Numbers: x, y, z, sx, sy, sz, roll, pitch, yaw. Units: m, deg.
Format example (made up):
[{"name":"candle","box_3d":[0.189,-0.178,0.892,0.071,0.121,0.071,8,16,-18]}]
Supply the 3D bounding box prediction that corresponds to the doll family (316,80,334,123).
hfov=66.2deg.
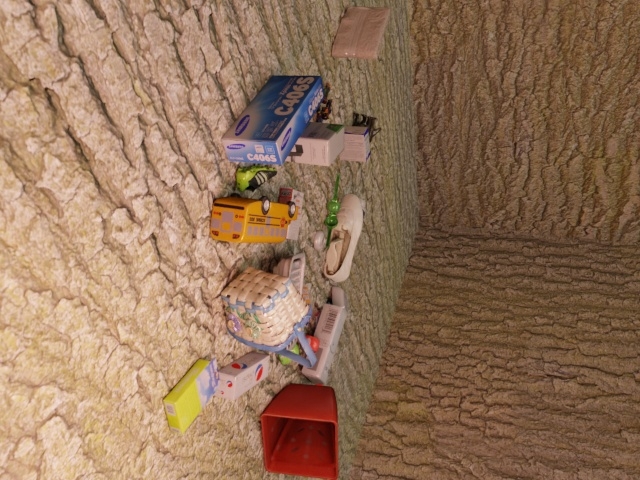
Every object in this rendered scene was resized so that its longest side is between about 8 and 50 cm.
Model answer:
[{"name":"doll family","box_3d":[0.007,-0.486,1.813,0.193,0.076,0.111,73,27,-54]}]

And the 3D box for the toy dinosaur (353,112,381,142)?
[{"name":"toy dinosaur","box_3d":[0.203,-0.511,2.322,0.313,0.121,0.160,-36,142,-70]}]

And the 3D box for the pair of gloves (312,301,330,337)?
[{"name":"pair of gloves","box_3d":[0.008,0.373,2.183,0.198,0.023,0.159,-40,133,-63]}]

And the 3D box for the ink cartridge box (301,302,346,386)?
[{"name":"ink cartridge box","box_3d":[0.044,0.485,2.170,0.385,0.091,0.308,64,41,-61]}]

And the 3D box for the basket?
[{"name":"basket","box_3d":[-0.148,0.231,1.410,0.201,0.254,0.289,-49,130,-33]}]

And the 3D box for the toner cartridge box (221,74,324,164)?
[{"name":"toner cartridge box","box_3d":[-0.122,-0.349,1.379,0.075,0.165,0.348,76,29,-43]}]

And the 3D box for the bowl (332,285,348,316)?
[{"name":"bowl","box_3d":[0.094,0.291,2.289,0.142,0.053,0.142,62,22,-55]}]

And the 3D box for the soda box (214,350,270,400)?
[{"name":"soda box","box_3d":[-0.232,0.402,1.478,0.216,0.069,0.074,-10,107,-68]}]

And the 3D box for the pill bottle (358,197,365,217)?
[{"name":"pill bottle","box_3d":[0.159,-0.115,2.318,0.094,0.094,0.169,69,35,-52]}]

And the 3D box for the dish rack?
[{"name":"dish rack","box_3d":[-0.116,0.205,1.660,0.285,0.072,0.333,-6,103,-82]}]

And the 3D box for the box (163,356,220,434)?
[{"name":"box","box_3d":[-0.325,0.390,1.258,0.178,0.042,0.109,-50,143,-56]}]

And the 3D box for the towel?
[{"name":"towel","box_3d":[0.166,-0.834,1.958,0.049,0.187,0.282,69,33,-60]}]

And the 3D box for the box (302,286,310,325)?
[{"name":"box","box_3d":[-0.063,0.248,1.815,0.136,0.028,0.081,-100,-156,-43]}]

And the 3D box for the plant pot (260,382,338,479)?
[{"name":"plant pot","box_3d":[-0.052,0.679,1.818,0.236,0.267,0.267,-66,156,-65]}]

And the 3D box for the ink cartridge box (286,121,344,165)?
[{"name":"ink cartridge box","box_3d":[-0.046,-0.309,1.538,0.153,0.208,0.087,-54,149,-51]}]

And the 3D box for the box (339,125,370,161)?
[{"name":"box","box_3d":[0.144,-0.419,2.129,0.072,0.126,0.137,-61,151,-42]}]

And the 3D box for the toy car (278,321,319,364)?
[{"name":"toy car","box_3d":[-0.080,0.386,1.860,0.225,0.053,0.239,-48,128,-48]}]

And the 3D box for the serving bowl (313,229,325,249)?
[{"name":"serving bowl","box_3d":[0.000,0.000,2.025,0.083,0.027,0.083,7,90,-69]}]

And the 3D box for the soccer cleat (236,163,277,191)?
[{"name":"soccer cleat","box_3d":[-0.188,-0.181,1.425,0.179,0.060,0.072,-24,129,-59]}]

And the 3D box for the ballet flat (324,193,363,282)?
[{"name":"ballet flat","box_3d":[0.094,-0.012,2.149,0.139,0.139,0.400,8,93,-70]}]

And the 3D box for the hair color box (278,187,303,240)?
[{"name":"hair color box","box_3d":[-0.107,-0.088,1.670,0.093,0.053,0.167,11,88,-69]}]

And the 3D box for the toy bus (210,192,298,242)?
[{"name":"toy bus","box_3d":[-0.177,-0.061,1.407,0.332,0.108,0.130,0,97,-70]}]

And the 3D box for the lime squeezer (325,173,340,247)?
[{"name":"lime squeezer","box_3d":[0.046,-0.119,2.060,0.110,0.058,0.311,30,69,-70]}]
